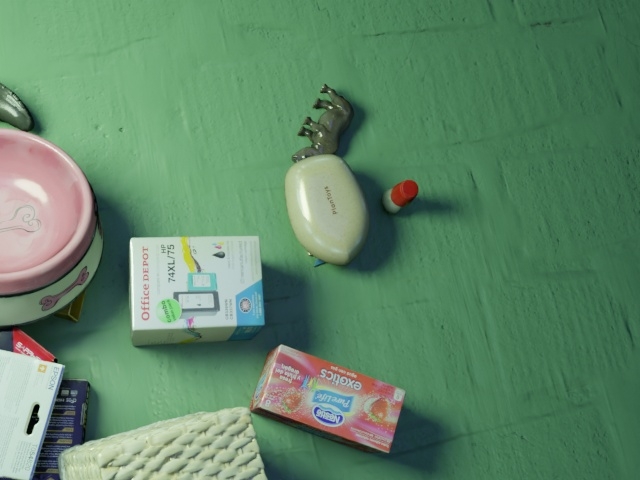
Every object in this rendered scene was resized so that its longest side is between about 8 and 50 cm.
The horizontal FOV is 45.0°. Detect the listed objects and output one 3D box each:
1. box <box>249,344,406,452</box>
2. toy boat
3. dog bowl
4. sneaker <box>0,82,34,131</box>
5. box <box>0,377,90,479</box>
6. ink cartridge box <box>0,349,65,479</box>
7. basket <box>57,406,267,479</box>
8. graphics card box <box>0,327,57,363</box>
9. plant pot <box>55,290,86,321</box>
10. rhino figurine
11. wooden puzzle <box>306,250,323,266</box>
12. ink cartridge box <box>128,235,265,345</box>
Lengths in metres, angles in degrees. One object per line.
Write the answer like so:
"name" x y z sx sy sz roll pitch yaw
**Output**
"box" 0.012 0.351 1.688 0.299 0.154 0.142 22 71 -9
"toy boat" 0.075 -0.079 1.833 0.318 0.148 0.268 -12 82 -15
"dog bowl" -0.623 -0.043 1.499 0.407 0.150 0.408 10 59 -17
"sneaker" -0.766 -0.308 1.710 0.286 0.109 0.130 31 75 5
"box" -0.639 0.401 1.545 0.321 0.079 0.257 4 75 -13
"ink cartridge box" -0.610 0.311 1.416 0.223 0.045 0.224 17 72 -13
"basket" -0.285 0.509 1.466 0.331 0.266 0.329 -10 78 -32
"graphics card box" -0.714 0.303 1.463 0.232 0.094 0.371 38 67 -2
"plant pot" -0.557 0.122 1.646 0.083 0.081 0.081 9 72 1
"rhino figurine" 0.002 -0.261 1.902 0.106 0.073 0.243 27 71 -3
"wooden puzzle" 0.000 0.000 1.857 0.078 0.014 0.117 -11 78 -17
"ink cartridge box" -0.272 0.110 1.657 0.269 0.197 0.198 -1 75 -14
